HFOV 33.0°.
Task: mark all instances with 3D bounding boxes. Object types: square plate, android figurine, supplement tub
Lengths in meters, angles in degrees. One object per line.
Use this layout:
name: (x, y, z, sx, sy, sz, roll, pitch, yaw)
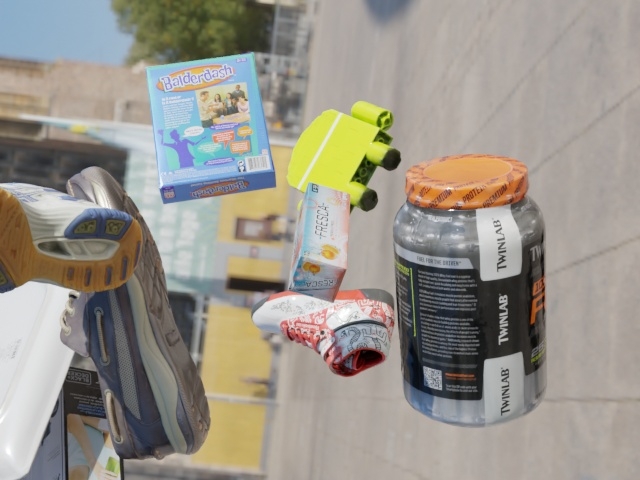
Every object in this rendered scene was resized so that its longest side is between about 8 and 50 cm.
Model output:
square plate: (-0.461, 0.183, 1.443, 0.049, 0.344, 0.347, 45, -140, -34)
android figurine: (0.035, -0.145, 2.002, 0.273, 0.056, 0.248, 27, 88, 53)
supplement tub: (0.205, 0.065, 1.482, 0.207, 0.207, 0.338, -90, -5, -70)

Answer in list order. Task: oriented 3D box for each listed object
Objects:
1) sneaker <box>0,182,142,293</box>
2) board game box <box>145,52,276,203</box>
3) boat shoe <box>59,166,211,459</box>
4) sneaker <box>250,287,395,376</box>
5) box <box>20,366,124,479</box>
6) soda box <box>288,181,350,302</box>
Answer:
sneaker: (-0.324, -0.008, 1.067, 0.296, 0.131, 0.112, 15, -86, -48)
board game box: (-0.156, -0.160, 1.519, 0.047, 0.160, 0.210, 89, 172, -61)
boat shoe: (-0.241, 0.091, 1.255, 0.132, 0.130, 0.356, 39, -149, -83)
sneaker: (-0.002, 0.167, 1.919, 0.090, 0.270, 0.145, 69, -160, -49)
box: (-0.329, 0.331, 1.403, 0.169, 0.087, 0.290, -43, 44, 37)
soda box: (0.000, 0.000, 1.395, 0.183, 0.062, 0.058, -85, 13, -57)
